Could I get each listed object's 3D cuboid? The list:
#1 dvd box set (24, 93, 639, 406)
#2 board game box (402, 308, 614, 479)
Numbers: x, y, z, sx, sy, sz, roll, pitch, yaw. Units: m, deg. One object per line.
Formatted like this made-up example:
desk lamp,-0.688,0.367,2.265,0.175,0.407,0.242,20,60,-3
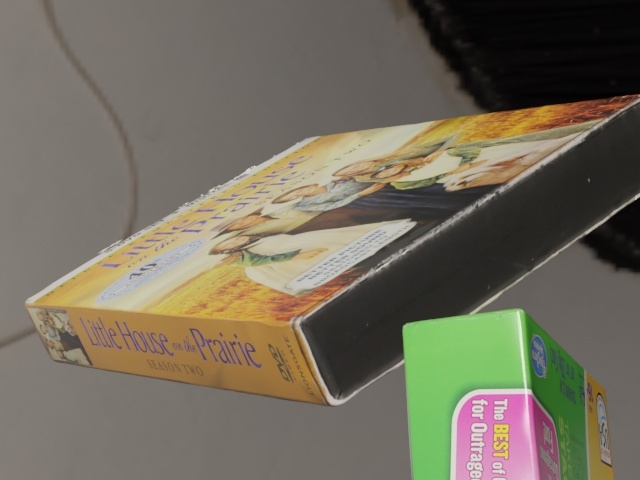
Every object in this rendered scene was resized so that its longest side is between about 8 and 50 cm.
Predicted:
dvd box set,0.000,0.000,1.034,0.308,0.420,0.062,-31,105,-27
board game box,0.118,0.217,0.777,0.242,0.064,0.316,35,49,-65
